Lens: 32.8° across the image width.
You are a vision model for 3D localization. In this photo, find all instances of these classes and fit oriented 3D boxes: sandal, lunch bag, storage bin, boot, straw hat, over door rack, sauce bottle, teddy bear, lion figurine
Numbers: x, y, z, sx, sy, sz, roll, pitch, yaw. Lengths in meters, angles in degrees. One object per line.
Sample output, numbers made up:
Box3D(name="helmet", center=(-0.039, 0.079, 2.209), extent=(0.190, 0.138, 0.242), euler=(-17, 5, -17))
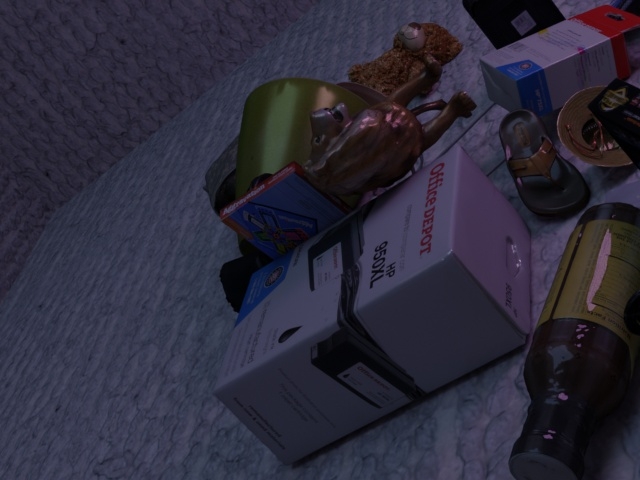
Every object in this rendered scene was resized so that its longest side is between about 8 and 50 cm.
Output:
Box3D(name="sandal", center=(0.303, -0.117, 1.525), extent=(0.090, 0.060, 0.219), euler=(-27, 48, 15))
Box3D(name="lunch bag", center=(-0.116, -0.156, 2.302), extent=(0.287, 0.169, 0.235), euler=(-37, 21, 3))
Box3D(name="storage bin", center=(0.345, -0.381, 1.886), extent=(0.122, 0.180, 0.084), euler=(-38, 22, 13))
Box3D(name="boot", center=(-0.101, 0.025, 1.812), extent=(0.207, 0.246, 0.094), euler=(-20, 19, 41))
Box3D(name="straw hat", center=(0.387, -0.139, 1.491), extent=(0.144, 0.144, 0.061), euler=(-54, -19, -27))
Box3D(name="over door rack", center=(0.209, -0.135, 1.751), extent=(0.324, 0.108, 0.239), euler=(-33, 23, 24))
Box3D(name="sauce bottle", center=(0.276, 0.108, 1.140), extent=(0.111, 0.111, 0.344), euler=(-20, 30, 46))
Box3D(name="teddy bear", center=(0.138, -0.338, 2.284), extent=(0.338, 0.113, 0.245), euler=(-39, 23, 9))
Box3D(name="lion figurine", center=(0.102, -0.154, 1.619), extent=(0.240, 0.142, 0.392), euler=(-42, -8, 7))

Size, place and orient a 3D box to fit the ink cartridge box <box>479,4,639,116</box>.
Box3D(name="ink cartridge box", center=(0.381, -0.278, 1.682), extent=(0.231, 0.078, 0.134), euler=(-24, 29, -7))

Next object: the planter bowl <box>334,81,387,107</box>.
Box3D(name="planter bowl", center=(0.075, -0.221, 2.133), extent=(0.162, 0.162, 0.109), euler=(-78, 13, -58))

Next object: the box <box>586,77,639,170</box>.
Box3D(name="box", center=(0.398, -0.078, 1.173), extent=(0.051, 0.175, 0.220), euler=(-44, 24, 6))

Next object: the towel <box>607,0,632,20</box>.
Box3D(name="towel", center=(0.547, -0.492, 1.800), extent=(0.336, 0.040, 0.243), euler=(-56, -3, -35))

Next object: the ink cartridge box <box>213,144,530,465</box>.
Box3D(name="ink cartridge box", center=(0.074, 0.085, 1.473), extent=(0.395, 0.166, 0.285), euler=(-32, 23, 26))

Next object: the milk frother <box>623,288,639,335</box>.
Box3D(name="milk frother", center=(0.372, 0.081, 1.026), extent=(0.143, 0.129, 0.134), euler=(-57, 11, 28))

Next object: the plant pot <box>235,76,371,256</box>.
Box3D(name="plant pot", center=(-0.044, -0.096, 1.971), extent=(0.275, 0.275, 0.293), euler=(-21, 43, 44))

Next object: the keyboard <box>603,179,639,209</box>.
Box3D(name="keyboard", center=(0.451, -0.073, 1.327), extent=(0.256, 0.014, 0.072), euler=(-21, 24, 45))

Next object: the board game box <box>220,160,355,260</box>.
Box3D(name="board game box", center=(0.000, 0.000, 1.621), extent=(0.145, 0.281, 0.027), euler=(-33, 40, 25))
